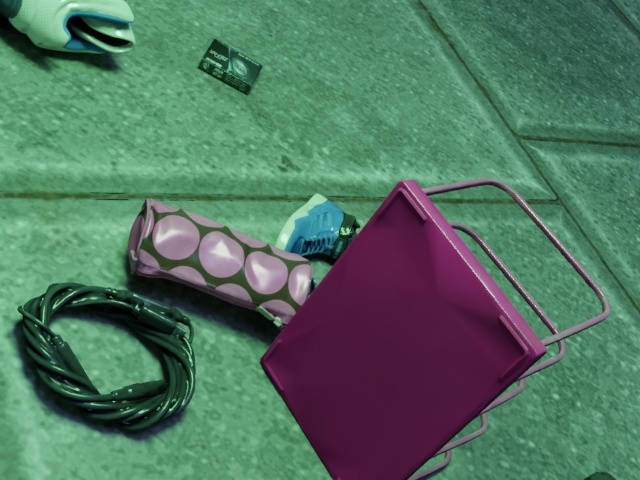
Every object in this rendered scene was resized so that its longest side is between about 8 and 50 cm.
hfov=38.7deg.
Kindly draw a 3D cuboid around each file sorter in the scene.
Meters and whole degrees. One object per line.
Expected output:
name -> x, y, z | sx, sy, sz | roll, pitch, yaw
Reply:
file sorter -> 0.117, 0.102, 0.940 | 0.182, 0.290, 0.202 | -10, 56, -45

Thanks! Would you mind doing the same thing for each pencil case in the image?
pencil case -> -0.112, 0.031, 1.008 | 0.209, 0.095, 0.098 | 21, 56, -14

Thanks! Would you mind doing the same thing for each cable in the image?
cable -> -0.212, 0.109, 0.895 | 0.185, 0.047, 0.150 | 23, 45, -18

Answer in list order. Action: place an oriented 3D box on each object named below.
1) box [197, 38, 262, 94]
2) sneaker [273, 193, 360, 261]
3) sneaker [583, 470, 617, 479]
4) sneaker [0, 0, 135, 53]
box -> -0.132, -0.256, 1.343 | 0.083, 0.018, 0.067 | 29, 38, -8
sneaker -> 0.000, -0.001, 1.142 | 0.085, 0.058, 0.152 | 30, 31, 8
sneaker -> 0.255, 0.323, 0.960 | 0.267, 0.101, 0.106 | -6, 56, -39
sneaker -> -0.307, -0.346, 1.242 | 0.236, 0.130, 0.323 | 52, 36, 5
